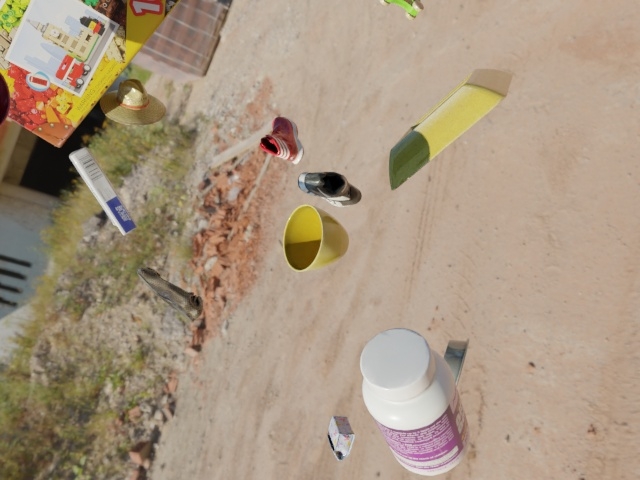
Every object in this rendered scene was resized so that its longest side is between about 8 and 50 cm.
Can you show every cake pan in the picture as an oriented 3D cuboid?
[{"bbox_3d":[0.343,0.400,1.492,0.293,0.054,0.293,18,-90,-74],"label":"cake pan"}]

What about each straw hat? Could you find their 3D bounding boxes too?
[{"bbox_3d":[-0.402,-0.311,1.160,0.144,0.145,0.061,-99,21,-45],"label":"straw hat"}]

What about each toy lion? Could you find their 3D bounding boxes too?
[{"bbox_3d":[0.152,-0.491,1.056,0.034,0.100,0.096,-37,43,51],"label":"toy lion"}]

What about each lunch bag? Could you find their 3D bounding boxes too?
[{"bbox_3d":[0.046,0.489,1.338,0.071,0.053,0.083,-119,39,-64],"label":"lunch bag"}]

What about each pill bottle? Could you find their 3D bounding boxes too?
[{"bbox_3d":[0.176,0.300,1.016,0.169,0.301,0.169,-14,42,13],"label":"pill bottle"}]

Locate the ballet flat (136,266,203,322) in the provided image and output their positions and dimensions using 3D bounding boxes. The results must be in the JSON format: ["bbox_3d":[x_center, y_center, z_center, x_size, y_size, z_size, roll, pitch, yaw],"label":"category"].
[{"bbox_3d":[-0.357,0.118,1.292,0.250,0.084,0.058,25,66,40],"label":"ballet flat"}]

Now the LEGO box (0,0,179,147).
[{"bbox_3d":[-0.505,-0.489,1.009,0.500,0.372,0.193,-43,36,17],"label":"LEGO box"}]

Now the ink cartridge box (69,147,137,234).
[{"bbox_3d":[-0.548,-0.128,1.361,0.045,0.223,0.224,-34,22,-18],"label":"ink cartridge box"}]

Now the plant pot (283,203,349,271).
[{"bbox_3d":[0.000,0.000,1.096,0.134,0.095,0.134,-13,73,51],"label":"plant pot"}]

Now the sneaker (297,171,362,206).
[{"bbox_3d":[0.052,-0.152,1.602,0.106,0.234,0.078,-3,76,49],"label":"sneaker"}]

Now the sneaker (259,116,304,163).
[{"bbox_3d":[-0.141,-0.345,1.760,0.087,0.128,0.221,-55,44,26],"label":"sneaker"}]

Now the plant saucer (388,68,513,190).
[{"bbox_3d":[0.305,-0.296,1.334,0.333,0.081,0.333,-41,5,32],"label":"plant saucer"}]

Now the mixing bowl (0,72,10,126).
[{"bbox_3d":[-0.553,-0.187,0.786,0.098,0.182,0.181,-38,40,54],"label":"mixing bowl"}]
